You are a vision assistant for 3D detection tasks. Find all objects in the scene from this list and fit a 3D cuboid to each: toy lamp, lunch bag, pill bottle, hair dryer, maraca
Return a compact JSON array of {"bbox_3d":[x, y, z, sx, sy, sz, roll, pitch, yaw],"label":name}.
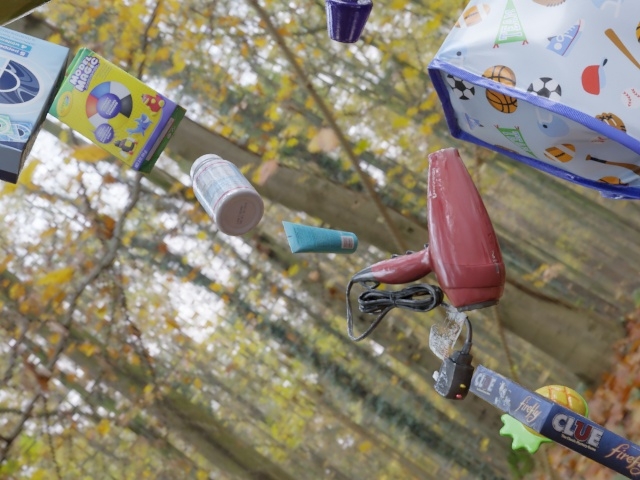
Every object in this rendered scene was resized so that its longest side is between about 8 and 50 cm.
[{"bbox_3d":[0.054,-0.439,1.399,0.080,0.080,0.275,-33,-43,-52],"label":"toy lamp"},{"bbox_3d":[0.406,-0.251,1.299,0.328,0.385,0.239,-60,-30,-12],"label":"lunch bag"},{"bbox_3d":[-0.162,-0.081,1.542,0.087,0.160,0.087,-14,-54,-21],"label":"pill bottle"},{"bbox_3d":[0.120,0.030,1.109,0.080,0.223,0.294,-6,-60,-49],"label":"hair dryer"},{"bbox_3d":[0.453,0.361,1.867,0.185,0.127,0.099,-27,-49,-12],"label":"maraca"}]

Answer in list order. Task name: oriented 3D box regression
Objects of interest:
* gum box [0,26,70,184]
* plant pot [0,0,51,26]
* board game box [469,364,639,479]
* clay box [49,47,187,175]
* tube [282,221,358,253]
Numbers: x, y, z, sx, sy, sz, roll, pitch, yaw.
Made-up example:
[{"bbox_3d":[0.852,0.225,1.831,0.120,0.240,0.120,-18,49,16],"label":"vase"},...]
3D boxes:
[{"bbox_3d":[-0.326,-0.140,0.834,0.184,0.156,0.041,-88,19,-50],"label":"gum box"},{"bbox_3d":[-0.400,-0.434,1.239,0.293,0.275,0.275,-15,-24,0],"label":"plant pot"},{"bbox_3d":[0.310,0.236,1.207,0.042,0.165,0.243,-63,12,-2],"label":"board game box"},{"bbox_3d":[-0.344,-0.218,1.506,0.127,0.222,0.053,-59,-11,2],"label":"clay box"},{"bbox_3d":[0.000,0.000,2.140,0.207,0.080,0.052,7,-38,-45],"label":"tube"}]
